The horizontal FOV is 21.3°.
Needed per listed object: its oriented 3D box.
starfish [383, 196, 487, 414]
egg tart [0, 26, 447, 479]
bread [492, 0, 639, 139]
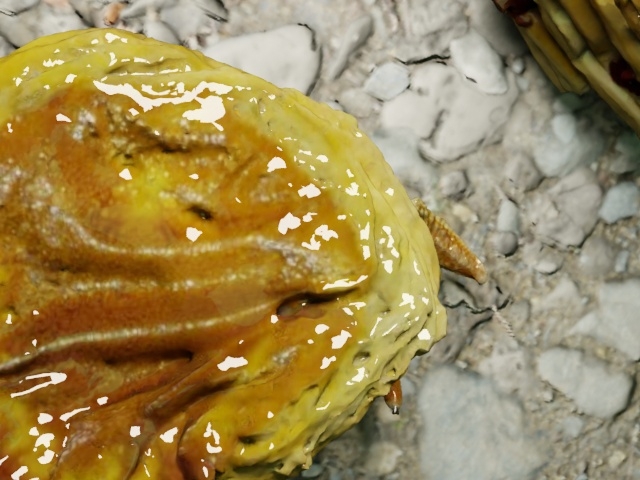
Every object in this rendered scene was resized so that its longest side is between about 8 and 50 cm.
[{"bbox_3d":[-0.001,0.001,1.214,0.247,0.050,0.138,36,93,-16],"label":"starfish"},{"bbox_3d":[-0.126,0.027,1.088,0.339,0.153,0.351,42,86,-9],"label":"egg tart"},{"bbox_3d":[0.314,-0.186,1.165,0.314,0.191,0.370,-46,116,1],"label":"bread"}]
